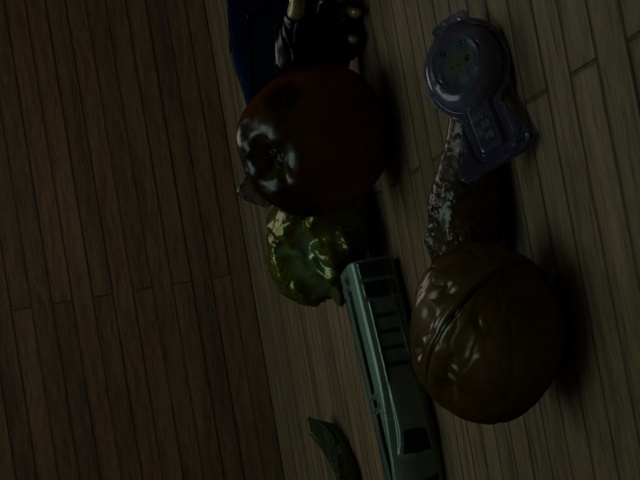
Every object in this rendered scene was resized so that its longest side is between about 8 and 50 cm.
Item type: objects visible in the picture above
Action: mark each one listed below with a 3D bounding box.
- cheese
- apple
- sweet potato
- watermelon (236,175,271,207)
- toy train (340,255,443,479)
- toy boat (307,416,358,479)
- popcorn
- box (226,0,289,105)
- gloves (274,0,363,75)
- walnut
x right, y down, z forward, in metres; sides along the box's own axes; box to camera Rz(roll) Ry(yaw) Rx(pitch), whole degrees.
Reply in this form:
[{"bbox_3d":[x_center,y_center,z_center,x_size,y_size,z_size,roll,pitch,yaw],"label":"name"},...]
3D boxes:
[{"bbox_3d":[0.164,-0.162,1.273,0.042,0.105,0.191,17,-132,-52],"label":"cheese"},{"bbox_3d":[-0.013,-0.146,1.786,0.230,0.230,0.230,171,90,-80],"label":"apple"},{"bbox_3d":[0.164,-0.008,1.362,0.114,0.092,0.341,-84,-7,-60],"label":"sweet potato"},{"bbox_3d":[-0.044,-0.152,1.983,0.094,0.241,0.154,40,-167,-6],"label":"watermelon"},{"bbox_3d":[0.120,0.227,1.838,0.088,0.086,0.407,123,136,-67],"label":"toy train"},{"bbox_3d":[0.031,0.458,2.588,0.293,0.055,0.093,-128,29,-68],"label":"toy boat"},{"bbox_3d":[0.000,0.000,2.003,0.204,0.183,0.221,-50,-31,-52],"label":"popcorn"},{"bbox_3d":[-0.119,-0.425,2.460,0.279,0.116,0.261,92,164,-45],"label":"box"},{"bbox_3d":[0.004,-0.336,1.864,0.124,0.164,0.203,48,123,45],"label":"gloves"},{"bbox_3d":[0.172,0.096,1.232,0.207,0.167,0.167,89,167,-46],"label":"walnut"}]
